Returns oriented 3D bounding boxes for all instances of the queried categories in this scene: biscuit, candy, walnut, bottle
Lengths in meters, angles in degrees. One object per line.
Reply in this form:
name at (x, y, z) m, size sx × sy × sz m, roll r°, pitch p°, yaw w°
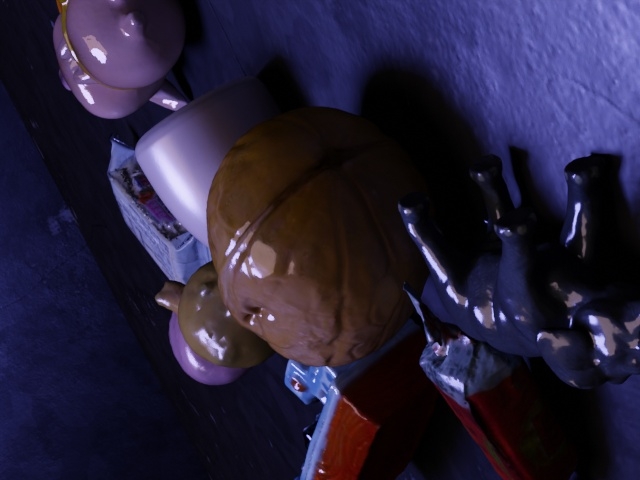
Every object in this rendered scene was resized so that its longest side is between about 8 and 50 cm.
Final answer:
biscuit at (-0.250, -0.028, 1.558) m, size 0.309 × 0.079 × 0.186 m, roll 45°, pitch 154°, yaw 40°
candy at (0.142, 0.135, 0.754) m, size 0.292 × 0.059 × 0.086 m, roll 54°, pitch 171°, yaw -29°
walnut at (0.000, 0.000, 0.792) m, size 0.193 × 0.193 × 0.225 m, roll 49°, pitch 157°, yaw 31°
bottle at (-0.066, -0.029, 0.977) m, size 0.236 × 0.147 × 0.147 m, roll 59°, pitch 161°, yaw -4°

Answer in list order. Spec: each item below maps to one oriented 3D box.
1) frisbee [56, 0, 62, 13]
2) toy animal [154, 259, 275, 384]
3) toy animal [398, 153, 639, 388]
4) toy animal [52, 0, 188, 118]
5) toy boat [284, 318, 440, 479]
frisbee at (-0.336, -0.298, 1.453) m, size 0.192 × 0.035 × 0.192 m, roll 51°, pitch 159°, yaw 29°
toy animal at (-0.119, 0.099, 1.274) m, size 0.195 × 0.169 × 0.281 m, roll 19°, pitch 156°, yaw -9°
toy animal at (0.152, 0.024, 0.595) m, size 0.269 × 0.082 × 0.137 m, roll 24°, pitch 142°, yaw 55°
toy animal at (-0.232, -0.233, 1.122) m, size 0.248 × 0.149 × 0.165 m, roll 163°, pitch 91°, yaw -78°
toy boat at (0.026, 0.189, 1.038) m, size 0.133 × 0.145 × 0.332 m, roll 41°, pitch 151°, yaw 21°
